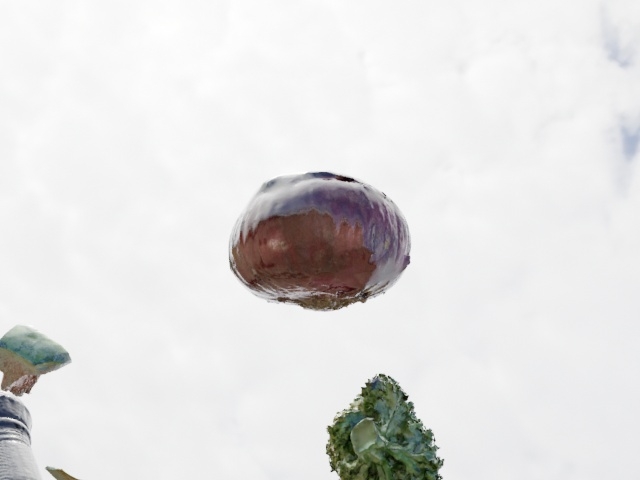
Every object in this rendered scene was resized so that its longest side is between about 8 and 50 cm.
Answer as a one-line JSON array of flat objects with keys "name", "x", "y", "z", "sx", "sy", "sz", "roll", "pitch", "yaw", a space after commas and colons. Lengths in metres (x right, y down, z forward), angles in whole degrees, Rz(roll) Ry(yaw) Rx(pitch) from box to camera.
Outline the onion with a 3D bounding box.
[{"name": "onion", "x": 0.000, "y": 0.000, "z": 1.100, "sx": 0.246, "sy": 0.190, "sz": 0.246, "roll": 5, "pitch": -14, "yaw": 1}]

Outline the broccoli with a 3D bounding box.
[{"name": "broccoli", "x": 0.090, "y": 0.305, "z": 1.260, "sx": 0.194, "sy": 0.220, "sz": 0.194, "roll": 2, "pitch": -22, "yaw": 1}]

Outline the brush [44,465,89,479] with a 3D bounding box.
[{"name": "brush", "x": -0.470, "y": 0.491, "z": 1.685, "sx": 0.205, "sy": 0.011, "sz": 0.083, "roll": -5, "pitch": -52, "yaw": 36}]

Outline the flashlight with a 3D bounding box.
[{"name": "flashlight", "x": -0.358, "y": 0.260, "z": 0.952, "sx": 0.232, "sy": 0.093, "sz": 0.093, "roll": 37, "pitch": -31, "yaw": 54}]

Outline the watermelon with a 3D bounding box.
[{"name": "watermelon", "x": -0.576, "y": 0.230, "z": 1.589, "sx": 0.158, "sy": 0.098, "sz": 0.121, "roll": -36, "pitch": -93, "yaw": 31}]
